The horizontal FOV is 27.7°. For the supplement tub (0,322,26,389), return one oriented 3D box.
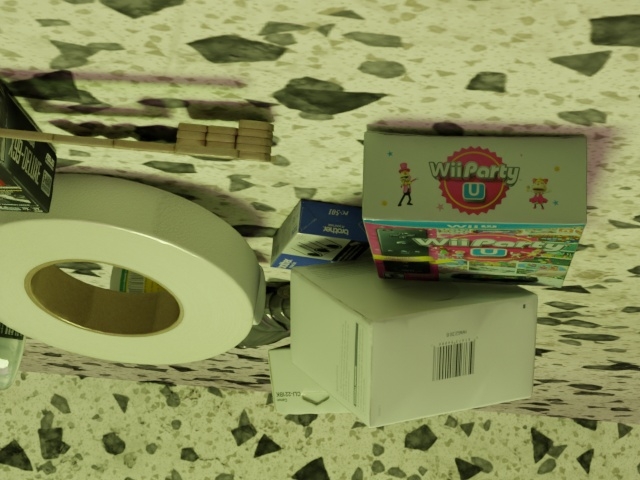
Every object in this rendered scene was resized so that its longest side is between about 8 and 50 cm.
[{"bbox_3d":[-0.644,0.132,2.098,0.315,0.194,0.193,10,165,-19],"label":"supplement tub"}]

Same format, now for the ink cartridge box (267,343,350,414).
[{"bbox_3d":[0.072,0.211,2.195,0.197,0.114,0.272,-8,-178,40],"label":"ink cartridge box"}]

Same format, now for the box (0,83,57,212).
[{"bbox_3d":[-0.454,-0.101,1.337,0.307,0.077,0.242,3,166,4],"label":"box"}]

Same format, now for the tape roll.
[{"bbox_3d":[-0.273,0.047,1.674,0.391,0.072,0.392,6,150,3],"label":"tape roll"}]

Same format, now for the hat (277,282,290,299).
[{"bbox_3d":[0.106,0.118,1.866,0.331,0.134,0.331,-5,174,-1],"label":"hat"}]

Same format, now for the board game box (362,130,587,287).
[{"bbox_3d":[0.163,-0.027,1.407,0.224,0.098,0.303,2,166,6],"label":"board game box"}]

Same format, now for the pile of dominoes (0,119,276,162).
[{"bbox_3d":[-0.173,-0.108,1.296,0.251,0.040,0.196,6,-177,5],"label":"pile of dominoes"}]

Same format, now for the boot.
[{"bbox_3d":[-0.106,0.110,2.052,0.222,0.118,0.338,-8,174,32],"label":"boot"}]

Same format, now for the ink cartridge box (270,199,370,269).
[{"bbox_3d":[0.000,0.000,1.668,0.097,0.046,0.207,8,166,-10],"label":"ink cartridge box"}]

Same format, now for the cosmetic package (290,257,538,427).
[{"bbox_3d":[0.108,0.111,1.580,0.224,0.138,0.224,-7,-161,-24],"label":"cosmetic package"}]

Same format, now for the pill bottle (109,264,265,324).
[{"bbox_3d":[-0.190,0.074,1.882,0.208,0.118,0.117,2,166,10],"label":"pill bottle"}]
